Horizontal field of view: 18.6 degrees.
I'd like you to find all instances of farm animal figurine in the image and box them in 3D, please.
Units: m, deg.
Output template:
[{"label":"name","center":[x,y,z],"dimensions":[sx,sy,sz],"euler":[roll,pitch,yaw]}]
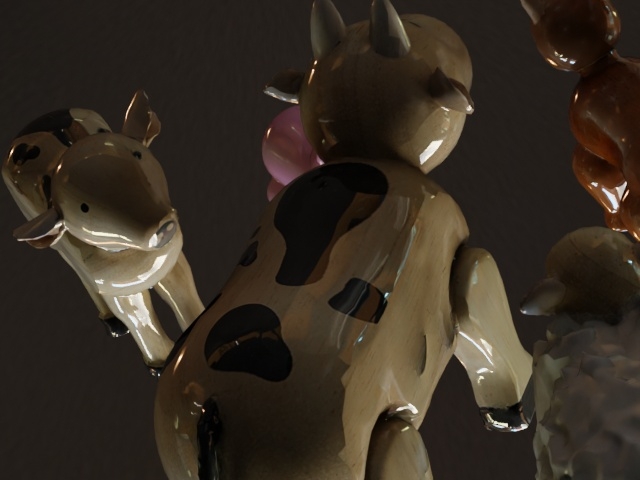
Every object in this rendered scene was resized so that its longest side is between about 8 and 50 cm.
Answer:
[{"label":"farm animal figurine","center":[0.000,0.000,0.775],"dimensions":[0.330,0.327,0.172],"euler":[-13,-52,18]}]
